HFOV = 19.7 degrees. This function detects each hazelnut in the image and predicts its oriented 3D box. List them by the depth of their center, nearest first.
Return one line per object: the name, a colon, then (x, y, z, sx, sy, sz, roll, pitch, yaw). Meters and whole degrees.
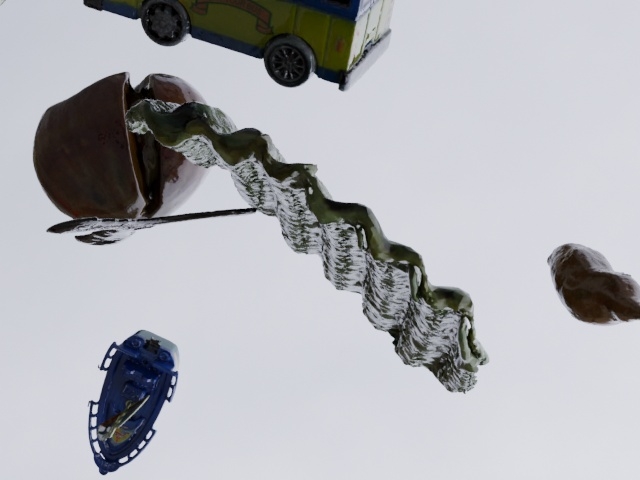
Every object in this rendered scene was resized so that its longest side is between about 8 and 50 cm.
hazelnut: (-0.260, -0.115, 2.477, 0.251, 0.217, 0.217, -9, -127, 1)

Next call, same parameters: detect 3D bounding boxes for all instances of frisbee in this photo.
frisbee: (-0.149, -0.015, 1.674, 0.187, 0.211, 0.012, -8, -94, 5)

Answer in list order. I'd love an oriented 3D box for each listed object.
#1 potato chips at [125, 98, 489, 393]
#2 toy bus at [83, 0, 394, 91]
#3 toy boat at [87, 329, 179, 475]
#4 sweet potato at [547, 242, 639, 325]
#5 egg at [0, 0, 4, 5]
potato chips: (0.000, 0.000, 1.575, 0.358, 0.429, 0.070, 39, -95, 9)
toy bus: (-0.070, -0.268, 1.759, 0.138, 0.287, 0.175, -51, 156, -56)
toy boat: (-0.219, 0.191, 2.027, 0.110, 0.091, 0.175, -51, 165, -66)
sweet potato: (0.222, 0.042, 1.453, 0.056, 0.056, 0.195, -58, -159, 3)
egg: (-0.235, -0.203, 0.954, 0.169, 0.231, 0.169, -17, -138, 16)
